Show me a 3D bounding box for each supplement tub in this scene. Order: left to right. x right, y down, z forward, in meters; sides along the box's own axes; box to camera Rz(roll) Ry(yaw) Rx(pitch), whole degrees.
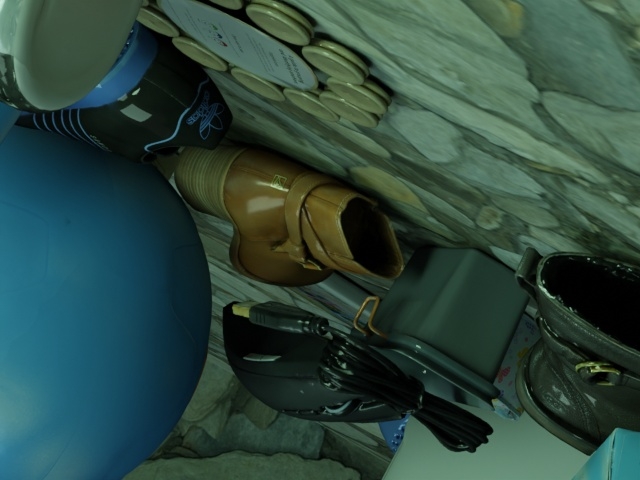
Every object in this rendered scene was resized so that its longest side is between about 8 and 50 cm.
[{"bbox_3d":[-0.189,-0.146,0.920,0.190,0.117,0.117,25,171,20],"label":"supplement tub"}]

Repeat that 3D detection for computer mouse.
[{"bbox_3d":[-0.018,0.091,1.349,0.262,0.060,0.184,20,168,48],"label":"computer mouse"}]

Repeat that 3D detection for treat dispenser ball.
[{"bbox_3d":[-0.219,0.049,1.340,0.288,0.288,0.288,27,171,5],"label":"treat dispenser ball"}]

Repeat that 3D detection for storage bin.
[{"bbox_3d":[0.081,0.052,1.311,0.098,0.091,0.135,32,170,-16],"label":"storage bin"}]

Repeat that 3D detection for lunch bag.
[{"bbox_3d":[0.136,0.090,1.427,0.053,0.071,0.083,16,166,47],"label":"lunch bag"}]

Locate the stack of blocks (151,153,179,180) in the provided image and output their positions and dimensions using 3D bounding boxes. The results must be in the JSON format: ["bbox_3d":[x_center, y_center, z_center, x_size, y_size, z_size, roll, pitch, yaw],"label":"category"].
[{"bbox_3d":[-0.279,-0.106,1.516,0.297,0.087,0.171,32,170,-25],"label":"stack of blocks"}]

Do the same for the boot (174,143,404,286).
[{"bbox_3d":[0.000,0.000,1.340,0.152,0.073,0.197,17,169,36],"label":"boot"}]

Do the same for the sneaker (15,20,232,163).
[{"bbox_3d":[-0.140,-0.089,1.212,0.090,0.081,0.232,39,166,-26],"label":"sneaker"}]

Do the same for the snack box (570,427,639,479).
[{"bbox_3d":[0.303,0.210,1.181,0.322,0.060,0.187,13,149,-5],"label":"snack box"}]

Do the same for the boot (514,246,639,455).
[{"bbox_3d":[0.230,0.095,1.140,0.263,0.091,0.229,20,162,6],"label":"boot"}]

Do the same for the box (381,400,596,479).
[{"bbox_3d":[0.162,0.199,1.612,0.182,0.181,0.119,26,172,14],"label":"box"}]

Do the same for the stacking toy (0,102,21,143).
[{"bbox_3d":[-0.296,-0.163,1.152,0.175,0.165,0.302,30,-173,-39],"label":"stacking toy"}]

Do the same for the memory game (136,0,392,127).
[{"bbox_3d":[-0.044,-0.111,1.019,0.186,0.012,0.186,27,170,5],"label":"memory game"}]

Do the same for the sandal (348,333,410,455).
[{"bbox_3d":[0.114,0.193,1.883,0.317,0.138,0.126,24,173,35],"label":"sandal"}]

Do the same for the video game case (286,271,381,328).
[{"bbox_3d":[0.015,0.052,1.756,0.157,0.019,0.143,32,171,-31],"label":"video game case"}]
